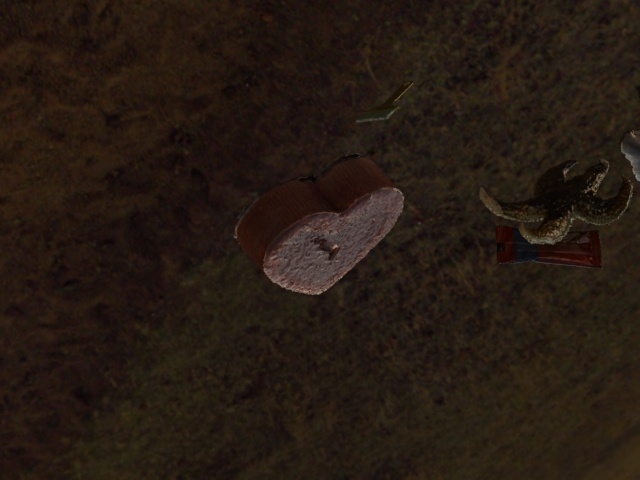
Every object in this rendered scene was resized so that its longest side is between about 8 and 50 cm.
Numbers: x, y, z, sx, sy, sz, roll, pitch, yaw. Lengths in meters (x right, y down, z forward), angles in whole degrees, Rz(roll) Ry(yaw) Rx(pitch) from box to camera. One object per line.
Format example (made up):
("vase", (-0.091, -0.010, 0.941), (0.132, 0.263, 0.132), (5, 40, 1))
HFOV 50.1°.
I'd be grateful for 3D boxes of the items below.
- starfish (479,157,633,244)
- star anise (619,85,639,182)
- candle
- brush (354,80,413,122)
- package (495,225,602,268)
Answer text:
("starfish", (0.368, -0.061, 1.078), (0.238, 0.216, 0.071), (-46, 134, -46))
("star anise", (0.495, -0.116, 0.876), (0.349, 0.109, 0.292), (-7, 93, -37))
("candle", (0.000, 0.000, 1.287), (0.317, 0.131, 0.287), (-19, 146, -29))
("brush", (0.158, -0.314, 1.528), (0.205, 0.083, 0.011), (-48, 126, -42))
("package", (0.442, 0.012, 1.328), (0.200, 0.083, 0.022), (3, 151, 3))
